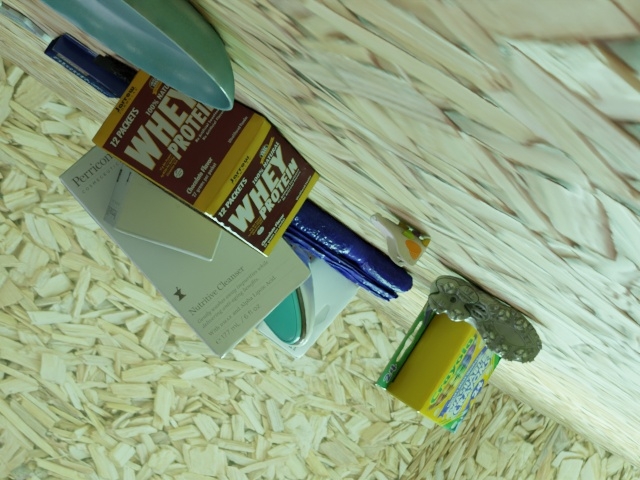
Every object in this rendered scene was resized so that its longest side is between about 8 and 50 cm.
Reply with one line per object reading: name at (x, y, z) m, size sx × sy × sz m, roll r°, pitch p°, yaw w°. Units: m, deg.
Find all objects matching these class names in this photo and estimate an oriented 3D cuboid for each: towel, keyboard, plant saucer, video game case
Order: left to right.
video game case at (-0.540, -0.395, 1.640) m, size 0.122 × 0.011 × 0.087 m, roll 32°, pitch 176°, yaw 16°
plant saucer at (-0.200, -0.223, 0.823) m, size 0.317 × 0.044 × 0.317 m, roll 33°, pitch 175°, yaw 3°
keyboard at (-0.257, -0.228, 1.365) m, size 0.180 × 0.023 × 0.108 m, roll 30°, pitch -179°, yaw 28°
towel at (0.000, 0.000, 1.680) m, size 0.308 × 0.076 × 0.227 m, roll 35°, pitch 175°, yaw -26°

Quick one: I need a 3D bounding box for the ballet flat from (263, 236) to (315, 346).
ballet flat at (-0.098, 0.016, 1.769) m, size 0.400 × 0.139 × 0.139 m, roll 55°, pitch -176°, yaw 20°

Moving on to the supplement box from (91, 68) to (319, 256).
supplement box at (-0.136, -0.101, 1.157) m, size 0.191 × 0.129 × 0.194 m, roll 31°, pitch 176°, yaw 25°

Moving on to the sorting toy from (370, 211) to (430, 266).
sorting toy at (0.092, -0.007, 1.152) m, size 0.075 × 0.045 × 0.083 m, roll 41°, pitch 176°, yaw -2°

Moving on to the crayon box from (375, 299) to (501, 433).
crayon box at (0.239, 0.242, 1.779) m, size 0.083 × 0.203 × 0.323 m, roll 30°, pitch 175°, yaw 30°

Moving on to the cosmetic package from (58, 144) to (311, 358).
cosmetic package at (-0.223, -0.026, 1.533) m, size 0.385 × 0.217 × 0.156 m, roll 49°, pitch 172°, yaw -14°

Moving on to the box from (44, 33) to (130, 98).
box at (-0.391, -0.291, 1.566) m, size 0.136 × 0.036 × 0.225 m, roll 35°, pitch 174°, yaw -22°

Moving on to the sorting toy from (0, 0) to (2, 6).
sorting toy at (-0.637, -0.459, 1.508) m, size 0.208 × 0.038 × 0.193 m, roll 26°, pitch 173°, yaw 31°

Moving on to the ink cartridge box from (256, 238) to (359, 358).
ink cartridge box at (-0.054, 0.091, 1.946) m, size 0.117 × 0.201 × 0.278 m, roll 38°, pitch -174°, yaw -22°

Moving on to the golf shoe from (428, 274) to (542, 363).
golf shoe at (0.232, 0.100, 1.294) m, size 0.176 × 0.069 × 0.086 m, roll 36°, pitch -164°, yaw -2°

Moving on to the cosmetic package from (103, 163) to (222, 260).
cosmetic package at (-0.213, -0.084, 1.371) m, size 0.151 × 0.184 × 0.151 m, roll 20°, pitch 179°, yaw -19°
